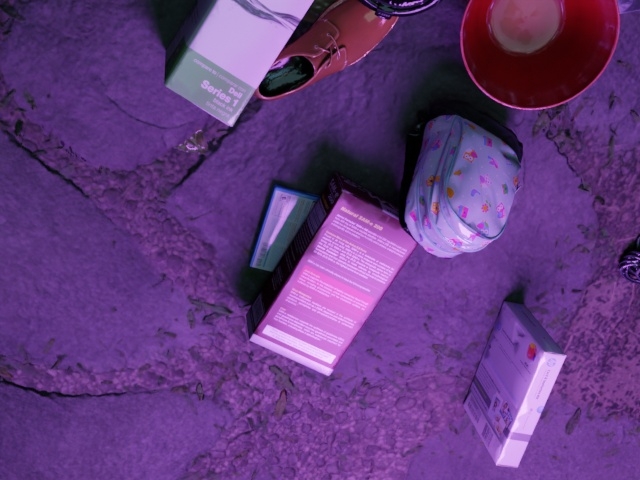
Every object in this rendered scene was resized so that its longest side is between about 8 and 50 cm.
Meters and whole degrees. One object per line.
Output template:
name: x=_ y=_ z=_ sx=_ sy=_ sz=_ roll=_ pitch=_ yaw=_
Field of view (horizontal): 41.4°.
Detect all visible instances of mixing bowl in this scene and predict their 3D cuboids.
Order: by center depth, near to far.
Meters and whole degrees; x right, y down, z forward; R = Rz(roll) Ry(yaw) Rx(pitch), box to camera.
mixing bowl: x=0.253 y=-0.259 z=1.014 sx=0.181 sy=0.098 sz=0.182 roll=1 pitch=117 yaw=2

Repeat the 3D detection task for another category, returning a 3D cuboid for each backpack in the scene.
backpack: x=0.173 y=-0.070 z=1.049 sx=0.151 sy=0.115 sz=0.182 roll=28 pitch=67 yaw=-16

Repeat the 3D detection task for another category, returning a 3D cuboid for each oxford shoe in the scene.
oxford shoe: x=0.009 y=-0.228 z=1.013 sx=0.212 sy=0.076 sz=0.076 roll=-34 pitch=112 yaw=5

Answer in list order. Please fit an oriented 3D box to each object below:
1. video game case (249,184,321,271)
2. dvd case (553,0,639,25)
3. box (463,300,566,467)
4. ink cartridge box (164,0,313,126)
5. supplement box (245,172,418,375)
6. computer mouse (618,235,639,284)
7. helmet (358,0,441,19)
video game case: x=0.000 y=0.000 z=1.144 sx=0.166 sy=0.015 sz=0.119 roll=14 pitch=110 yaw=-14
dvd case: x=0.360 y=-0.386 z=1.026 sx=0.164 sy=0.018 sz=0.221 roll=-11 pitch=115 yaw=-3
box: x=0.270 y=0.201 z=1.203 sx=0.038 sy=0.145 sz=0.186 roll=9 pitch=111 yaw=-15
ink cartridge box: x=-0.080 y=-0.258 z=0.937 sx=0.092 sy=0.160 sz=0.219 roll=30 pitch=107 yaw=-21
supplement box: x=0.015 y=0.047 z=1.118 sx=0.130 sy=0.073 sz=0.239 roll=27 pitch=107 yaw=-19
computer mouse: x=0.556 y=-0.036 z=1.181 sx=0.188 sy=0.072 sz=0.272 roll=13 pitch=111 yaw=-13
helmet: x=0.093 y=-0.335 z=0.930 sx=0.169 sy=0.162 sz=0.170 roll=3 pitch=122 yaw=4
